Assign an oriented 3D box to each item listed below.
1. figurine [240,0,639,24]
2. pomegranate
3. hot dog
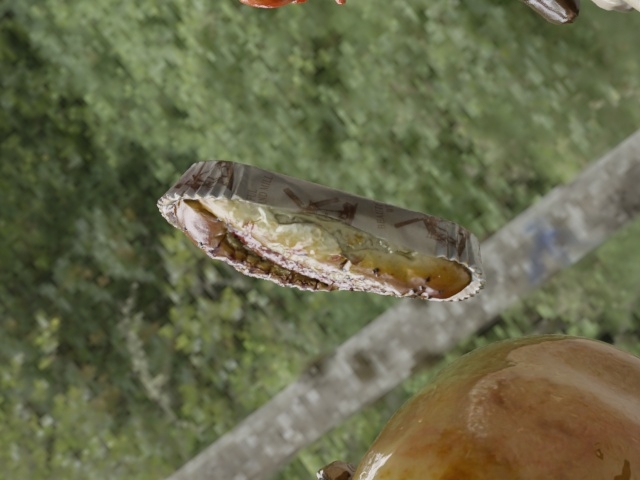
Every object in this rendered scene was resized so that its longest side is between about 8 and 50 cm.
[{"bbox_3d":[0.023,-0.226,0.837,0.411,0.241,0.306,25,-154,20],"label":"figurine"},{"bbox_3d":[0.178,0.270,1.283,0.411,0.411,0.411,48,-167,-15],"label":"pomegranate"},{"bbox_3d":[0.000,0.000,0.865,0.192,0.053,0.099,15,160,-12],"label":"hot dog"}]
